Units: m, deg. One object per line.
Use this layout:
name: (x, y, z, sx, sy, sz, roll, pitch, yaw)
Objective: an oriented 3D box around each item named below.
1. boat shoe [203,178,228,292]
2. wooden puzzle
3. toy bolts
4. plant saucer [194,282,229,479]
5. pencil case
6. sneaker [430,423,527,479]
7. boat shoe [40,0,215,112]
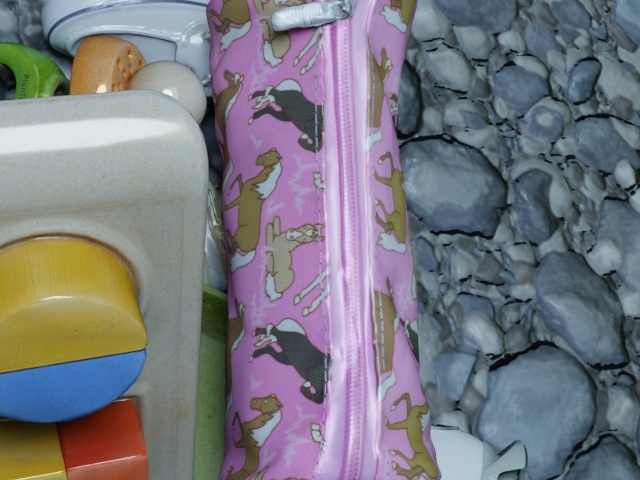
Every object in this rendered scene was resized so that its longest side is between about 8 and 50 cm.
boat shoe: (-0.096, -0.022, 0.860, 0.045, 0.050, 0.135, -8, 85, -31)
wooden puzzle: (-0.218, 0.100, 0.587, 0.322, 0.348, 0.080, -7, 37, -17)
toy bolts: (-0.178, -0.053, 0.726, 0.158, 0.218, 0.229, -1, 74, 15)
plant saucer: (-0.115, 0.122, 0.798, 0.188, 0.045, 0.188, 26, 63, -16)
pencil case: (0.000, 0.000, 0.753, 0.167, 0.160, 0.386, 18, 68, -59)
sneaker: (0.049, 0.293, 0.789, 0.146, 0.122, 0.331, 13, 67, -1)
boat shoe: (-0.091, -0.144, 0.883, 0.267, 0.096, 0.088, 5, 65, -33)
